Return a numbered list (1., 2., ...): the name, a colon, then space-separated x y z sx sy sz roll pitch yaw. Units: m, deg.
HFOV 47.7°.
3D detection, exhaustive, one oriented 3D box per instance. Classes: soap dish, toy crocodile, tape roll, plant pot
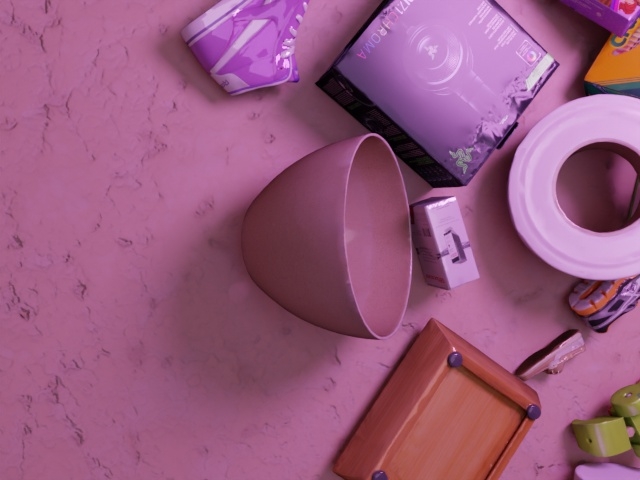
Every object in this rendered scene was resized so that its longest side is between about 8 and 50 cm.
1. soap dish: 0.194 0.306 1.141 0.229 0.118 0.291 36 83 -11
2. toy crocodile: 0.587 0.266 1.244 0.340 0.105 0.115 -31 98 -14
3. tape roll: 0.438 -0.079 1.134 0.286 0.100 0.286 0 90 13
4. plant pot: 0.000 0.000 1.032 0.190 0.284 0.284 -4 94 23

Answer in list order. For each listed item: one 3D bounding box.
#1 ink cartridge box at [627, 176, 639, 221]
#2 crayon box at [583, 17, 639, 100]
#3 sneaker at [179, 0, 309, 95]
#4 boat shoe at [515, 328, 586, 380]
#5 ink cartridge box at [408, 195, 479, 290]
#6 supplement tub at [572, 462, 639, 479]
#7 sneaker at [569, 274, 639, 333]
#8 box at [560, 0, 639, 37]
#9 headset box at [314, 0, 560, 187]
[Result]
1. ink cartridge box: 0.693 -0.082 1.239 0.272 0.115 0.199 14 89 -12
2. crayon box: 0.574 -0.329 1.176 0.165 0.081 0.279 29 84 32
3. sneaker: -0.051 -0.327 1.079 0.282 0.102 0.161 -37 103 2
4. boat shoe: 0.391 0.201 1.215 0.135 0.050 0.045 -31 93 -10
5. ink cartridge box: 0.189 0.002 1.137 0.056 0.099 0.135 -19 97 -12
6. supplement tub: 0.488 0.523 1.177 0.191 0.191 0.272 5 91 -13
7. sneaker: 0.519 0.072 1.231 0.214 0.084 0.083 -36 112 -6
8. box: 0.493 -0.495 1.166 0.201 0.057 0.293 39 83 16
9. headset box: 0.183 -0.248 1.111 0.283 0.131 0.246 41 84 -12
